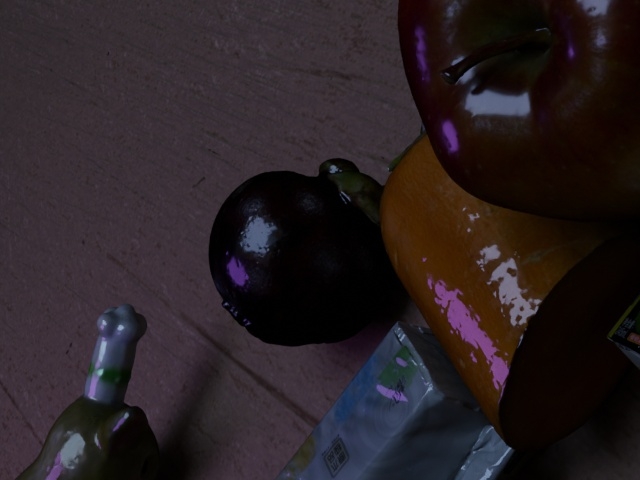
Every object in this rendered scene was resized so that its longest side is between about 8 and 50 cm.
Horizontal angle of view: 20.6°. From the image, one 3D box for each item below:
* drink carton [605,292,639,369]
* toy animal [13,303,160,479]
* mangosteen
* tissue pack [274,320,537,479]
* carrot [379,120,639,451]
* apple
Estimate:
[{"bbox_3d":[0.296,0.030,1.327,0.165,0.056,0.071,-52,33,-6],"label":"drink carton"},{"bbox_3d":[-0.248,0.266,1.956,0.363,0.180,0.181,-53,40,11],"label":"toy animal"},{"bbox_3d":[0.000,0.000,1.737,0.230,0.194,0.194,-41,31,-6],"label":"mangosteen"},{"bbox_3d":[0.081,0.207,1.491,0.229,0.159,0.145,-52,41,23],"label":"tissue pack"},{"bbox_3d":[0.158,-0.009,1.448,0.214,0.193,0.331,-34,48,0],"label":"carrot"},{"bbox_3d":[0.218,-0.149,1.258,0.288,0.317,0.288,6,98,50],"label":"apple"}]
